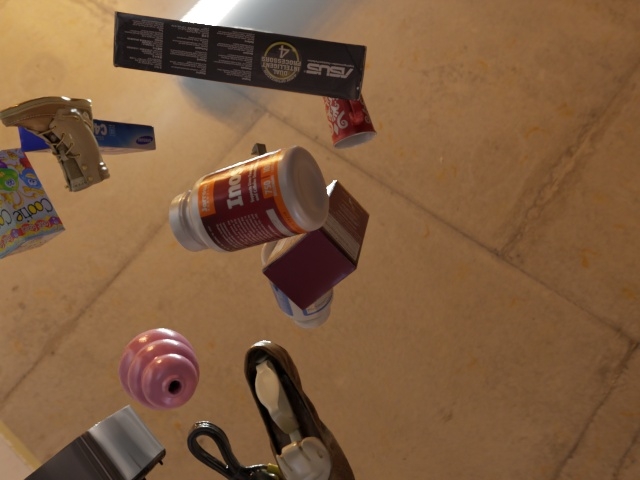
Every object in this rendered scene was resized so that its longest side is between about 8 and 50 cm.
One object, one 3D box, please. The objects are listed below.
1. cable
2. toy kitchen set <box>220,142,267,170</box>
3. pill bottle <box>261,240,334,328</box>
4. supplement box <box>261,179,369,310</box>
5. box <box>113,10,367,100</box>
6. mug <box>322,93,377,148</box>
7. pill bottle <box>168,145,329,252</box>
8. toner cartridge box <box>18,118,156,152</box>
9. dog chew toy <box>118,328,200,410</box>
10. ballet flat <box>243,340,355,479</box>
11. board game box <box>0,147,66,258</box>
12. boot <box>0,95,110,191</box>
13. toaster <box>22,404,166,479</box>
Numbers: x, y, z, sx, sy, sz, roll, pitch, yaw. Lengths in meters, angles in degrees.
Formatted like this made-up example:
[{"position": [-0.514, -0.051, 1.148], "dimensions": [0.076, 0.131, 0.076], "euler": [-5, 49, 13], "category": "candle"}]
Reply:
[{"position": [-0.145, 0.449, 1.052], "dimensions": [0.287, 0.072, 0.139], "euler": [36, -76, -10], "category": "cable"}, {"position": [-0.140, -0.146, 1.055], "dimensions": [0.075, 0.083, 0.068], "euler": [-12, -91, 29], "category": "toy kitchen set"}, {"position": [-0.039, 0.086, 1.107], "dimensions": [0.124, 0.221, 0.124], "euler": [-5, -129, 6], "category": "pill bottle"}, {"position": [0.000, 0.000, 0.776], "dimensions": [0.104, 0.188, 0.081], "euler": [-40, -78, 24], "category": "supplement box"}, {"position": [-0.116, -0.326, 0.981], "dimensions": [0.395, 0.318, 0.097], "euler": [8, -75, 0], "category": "box"}, {"position": [0.074, -0.331, 1.342], "dimensions": [0.113, 0.150, 0.169], "euler": [-11, -98, -36], "category": "mug"}, {"position": [-0.075, -0.035, 0.554], "dimensions": [0.152, 0.086, 0.086], "euler": [-15, -115, 25], "category": "pill bottle"}, {"position": [-0.625, -0.282, 1.499], "dimensions": [0.165, 0.348, 0.075], "euler": [-2, -83, 19], "category": "toner cartridge box"}, {"position": [-0.405, 0.341, 1.404], "dimensions": [0.207, 0.332, 0.206], "euler": [1, -92, -25], "category": "dog chew toy"}, {"position": [-0.049, 0.319, 0.934], "dimensions": [0.116, 0.124, 0.342], "euler": [-29, -117, 3], "category": "ballet flat"}, {"position": [-0.901, -0.111, 1.588], "dimensions": [0.142, 0.144, 0.275], "euler": [-25, -86, 28], "category": "board game box"}, {"position": [-0.567, -0.204, 1.189], "dimensions": [0.095, 0.262, 0.203], "euler": [-11, -79, 11], "category": "boot"}, {"position": [-0.331, 0.343, 0.799], "dimensions": [0.186, 0.168, 0.110], "euler": [-38, -94, 4], "category": "toaster"}]
